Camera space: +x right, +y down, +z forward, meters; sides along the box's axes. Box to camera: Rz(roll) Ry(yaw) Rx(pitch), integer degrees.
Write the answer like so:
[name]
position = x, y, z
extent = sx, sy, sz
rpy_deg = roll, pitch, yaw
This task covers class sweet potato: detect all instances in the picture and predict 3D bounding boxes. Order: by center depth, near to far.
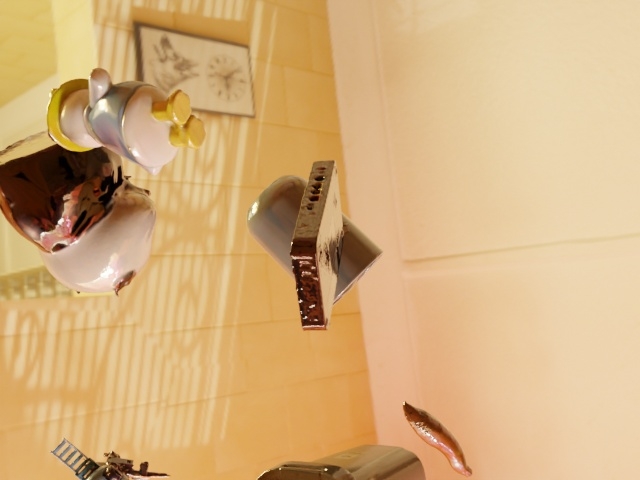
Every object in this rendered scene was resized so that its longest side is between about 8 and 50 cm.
[sweet potato]
position = 0.253, 0.419, 1.581
extent = 0.057, 0.264, 0.057
rpy_deg = -35, -154, 20

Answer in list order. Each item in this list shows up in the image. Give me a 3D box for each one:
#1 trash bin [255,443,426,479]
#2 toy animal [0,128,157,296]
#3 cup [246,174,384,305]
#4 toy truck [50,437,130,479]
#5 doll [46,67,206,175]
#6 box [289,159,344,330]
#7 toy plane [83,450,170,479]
[trash bin]
position = 0.043, 0.450, 1.209
extent = 0.220, 0.250, 0.219
rpy_deg = -6, -91, 40
[toy animal]
position = -0.438, -0.046, 1.360
extent = 0.251, 0.251, 0.309
rpy_deg = 6, -55, 45
[cup]
position = -0.023, -0.002, 1.812
extent = 0.312, 0.205, 0.205
rpy_deg = 44, -57, 6
[toy truck]
position = -0.329, 0.345, 1.086
extent = 0.136, 0.063, 0.074
rpy_deg = 53, -22, -25
[doll]
position = -0.250, -0.146, 0.905
extent = 0.241, 0.135, 0.098
rpy_deg = 16, -91, 37
[box]
position = 0.000, 0.000, 1.480
extent = 0.058, 0.350, 0.211
rpy_deg = 0, -57, 8
[toy plane]
position = -0.421, 0.495, 1.621
extent = 0.135, 0.189, 0.062
rpy_deg = -128, -142, -74
